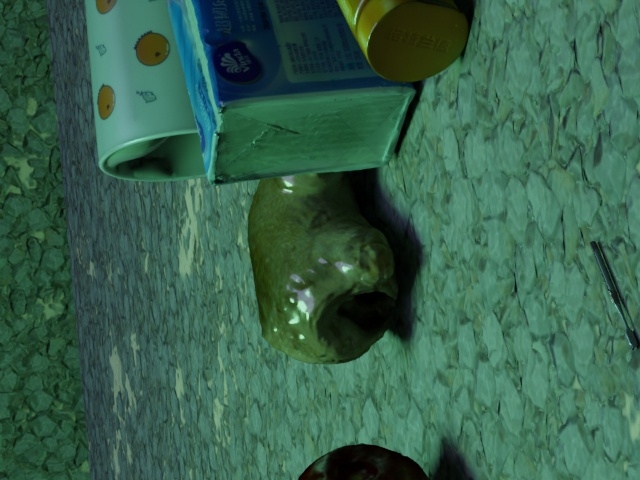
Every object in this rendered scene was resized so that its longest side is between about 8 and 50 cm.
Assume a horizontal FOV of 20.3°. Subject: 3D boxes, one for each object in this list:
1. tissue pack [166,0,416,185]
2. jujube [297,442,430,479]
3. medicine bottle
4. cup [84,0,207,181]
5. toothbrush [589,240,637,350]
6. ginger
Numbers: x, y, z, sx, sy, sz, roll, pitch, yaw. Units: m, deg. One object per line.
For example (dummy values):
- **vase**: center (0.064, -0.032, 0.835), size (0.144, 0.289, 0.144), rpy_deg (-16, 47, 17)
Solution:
- **tissue pack**: center (-0.038, -0.202, 1.786), size (0.146, 0.198, 0.263), rpy_deg (105, 154, -54)
- **jujube**: center (0.037, 0.319, 1.718), size (0.183, 0.183, 0.243), rpy_deg (-122, 21, -55)
- **medicine bottle**: center (0.059, -0.237, 1.632), size (0.192, 0.096, 0.096), rpy_deg (-113, 25, -45)
- **cup**: center (-0.184, -0.254, 2.226), size (0.212, 0.212, 0.317), rpy_deg (139, 126, -69)
- **toothbrush**: center (0.219, 0.041, 1.342), size (0.008, 0.006, 0.097), rpy_deg (103, 156, -54)
- **ginger**: center (0.000, 0.000, 1.844), size (0.275, 0.130, 0.221), rpy_deg (-150, 65, -63)
